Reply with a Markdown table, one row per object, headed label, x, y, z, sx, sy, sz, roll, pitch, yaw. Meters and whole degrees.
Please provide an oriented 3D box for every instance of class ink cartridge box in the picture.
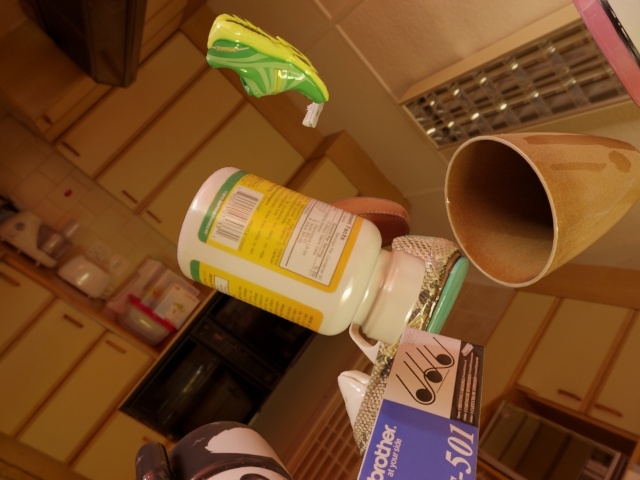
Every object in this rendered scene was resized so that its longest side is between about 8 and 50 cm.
| label | x | y | z | sx | sy | sz | roll | pitch | yaw |
| --- | --- | --- | --- | --- | --- | --- | --- | --- | --- |
| ink cartridge box | 0.112 | 0.183 | 0.439 | 0.097 | 0.207 | 0.046 | 12 | -56 | 18 |

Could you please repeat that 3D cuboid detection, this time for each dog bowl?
| label | x | y | z | sx | sy | sz | roll | pitch | yaw |
| --- | --- | --- | --- | --- | --- | --- | --- | --- | --- |
| dog bowl | 0.710 | -0.474 | 0.942 | 0.408 | 0.407 | 0.150 | 43 | -46 | -17 |

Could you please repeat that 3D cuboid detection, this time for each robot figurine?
| label | x | y | z | sx | sy | sz | roll | pitch | yaw |
| --- | --- | --- | --- | --- | --- | --- | --- | --- | --- |
| robot figurine | -0.115 | 0.332 | 0.526 | 0.209 | 0.173 | 0.278 | -2 | -3 | -21 |

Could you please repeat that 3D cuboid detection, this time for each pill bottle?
| label | x | y | z | sx | sy | sz | roll | pitch | yaw |
| --- | --- | --- | --- | --- | --- | --- | --- | --- | --- |
| pill bottle | -0.015 | 0.019 | 0.404 | 0.209 | 0.117 | 0.117 | 21 | -17 | 4 |

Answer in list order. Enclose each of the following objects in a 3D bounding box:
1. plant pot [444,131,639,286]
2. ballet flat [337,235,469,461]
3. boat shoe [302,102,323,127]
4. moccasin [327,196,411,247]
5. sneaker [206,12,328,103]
| label | x | y | z | sx | sy | sz | roll | pitch | yaw |
| --- | --- | --- | --- | --- | --- | --- | --- | --- | --- |
| plant pot | 0.378 | -0.074 | 0.680 | 0.237 | 0.255 | 0.236 | 164 | -90 | -75 |
| ballet flat | 0.131 | 0.220 | 0.798 | 0.182 | 0.482 | 0.164 | 15 | 2 | 30 |
| boat shoe | -0.019 | -0.319 | 1.033 | 0.035 | 0.100 | 0.035 | 11 | -20 | 17 |
| moccasin | 0.000 | -0.002 | 0.895 | 0.381 | 0.146 | 0.139 | -5 | -52 | 5 |
| sneaker | -0.108 | -0.362 | 0.899 | 0.296 | 0.123 | 0.109 | 14 | 39 | -40 |
